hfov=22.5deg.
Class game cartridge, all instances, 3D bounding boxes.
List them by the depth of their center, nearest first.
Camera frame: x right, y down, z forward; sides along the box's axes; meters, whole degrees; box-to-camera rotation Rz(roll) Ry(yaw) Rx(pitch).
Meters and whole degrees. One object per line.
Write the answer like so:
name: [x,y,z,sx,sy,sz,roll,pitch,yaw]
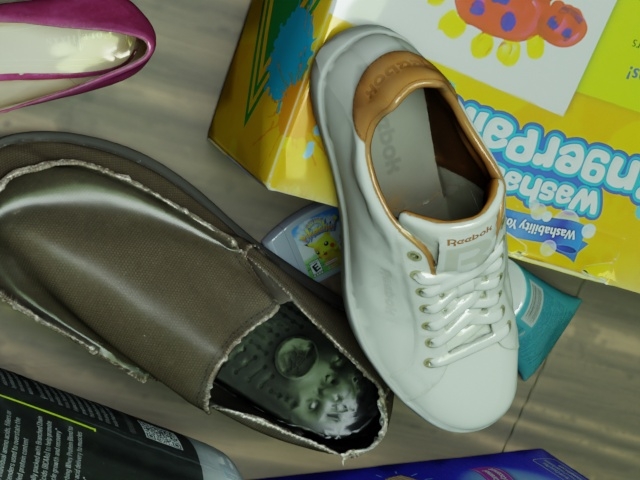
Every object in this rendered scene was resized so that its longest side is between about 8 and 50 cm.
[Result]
game cartridge: [0.000,0.000,1.201,0.083,0.017,0.056,-28,110,-13]

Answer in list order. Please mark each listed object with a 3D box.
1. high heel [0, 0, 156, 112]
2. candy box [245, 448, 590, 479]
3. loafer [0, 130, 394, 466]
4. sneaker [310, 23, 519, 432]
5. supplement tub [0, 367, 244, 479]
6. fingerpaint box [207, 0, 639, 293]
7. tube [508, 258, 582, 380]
high heel: [-0.226,-0.104,1.022,0.244,0.117,0.082,-13,110,-18]
candy box: [0.084,0.256,1.169,0.317,0.268,0.122,-1,102,-21]
loafer: [-0.084,0.041,1.106,0.366,0.130,0.134,26,98,-23]
sneaker: [0.070,0.015,1.004,0.106,0.123,0.290,-26,116,-11]
supplement tub: [-0.230,0.185,1.054,0.338,0.207,0.207,25,95,-26]
fingerpaint box: [0.193,-0.168,1.145,0.444,0.163,0.371,15,101,-23]
tube: [0.154,0.058,1.213,0.080,0.052,0.207,-50,155,3]
